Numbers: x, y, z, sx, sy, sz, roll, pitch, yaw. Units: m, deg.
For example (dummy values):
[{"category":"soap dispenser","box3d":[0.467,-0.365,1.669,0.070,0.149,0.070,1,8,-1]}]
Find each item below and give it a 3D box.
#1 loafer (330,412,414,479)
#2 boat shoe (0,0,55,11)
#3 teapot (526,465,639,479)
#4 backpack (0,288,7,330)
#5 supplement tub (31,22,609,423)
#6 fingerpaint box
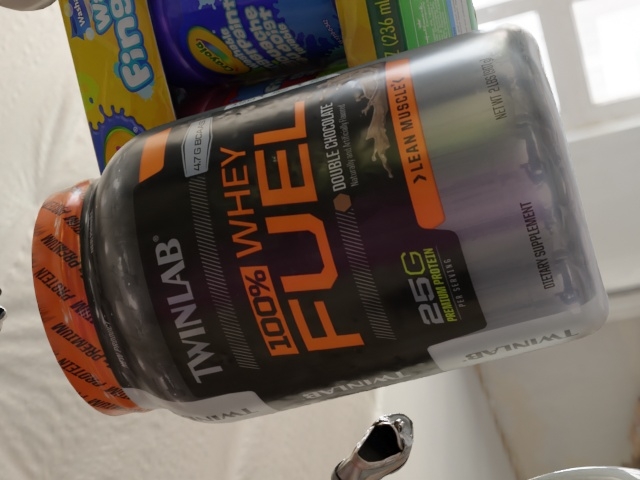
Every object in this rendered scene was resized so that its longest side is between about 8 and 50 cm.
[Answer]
[{"category":"loafer","box3d":[0.054,0.177,0.964,0.045,0.039,0.125,36,-149,14]},{"category":"boat shoe","box3d":[-0.179,-0.302,0.684,0.117,0.097,0.324,9,-116,-37]},{"category":"teapot","box3d":[0.136,0.232,0.472,0.187,0.252,0.256,41,169,-19]},{"category":"backpack","box3d":[-0.331,0.054,0.781,0.182,0.115,0.152,30,-161,-4]},{"category":"supplement tub","box3d":[0.000,0.000,0.737,0.207,0.338,0.207,-16,-90,-78]},{"category":"fingerpaint box","box3d":[-0.059,-0.223,1.051,0.163,0.371,0.444,-25,-74,-55]}]
